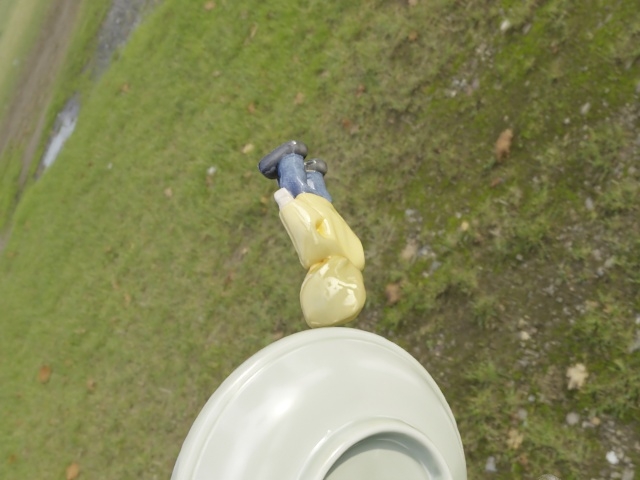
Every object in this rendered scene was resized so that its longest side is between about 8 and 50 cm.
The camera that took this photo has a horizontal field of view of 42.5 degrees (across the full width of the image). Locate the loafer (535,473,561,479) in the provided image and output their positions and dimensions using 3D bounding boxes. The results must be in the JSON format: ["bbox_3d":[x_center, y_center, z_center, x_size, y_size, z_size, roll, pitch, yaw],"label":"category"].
[{"bbox_3d":[0.255,0.295,0.881,0.050,0.056,0.148,-28,3,-7],"label":"loafer"}]

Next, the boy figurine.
[{"bbox_3d":[0.000,0.000,1.132,0.092,0.177,0.285,-30,55,18],"label":"boy figurine"}]

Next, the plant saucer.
[{"bbox_3d":[0.036,0.292,0.859,0.101,0.401,0.400,-6,65,54],"label":"plant saucer"}]
